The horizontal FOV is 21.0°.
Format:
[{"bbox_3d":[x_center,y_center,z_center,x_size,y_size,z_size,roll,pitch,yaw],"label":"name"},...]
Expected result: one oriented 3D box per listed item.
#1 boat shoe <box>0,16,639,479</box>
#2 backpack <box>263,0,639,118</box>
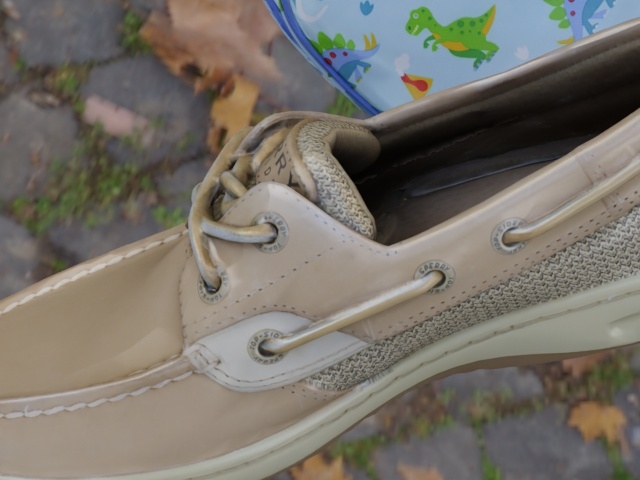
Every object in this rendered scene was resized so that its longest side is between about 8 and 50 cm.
[{"bbox_3d":[0.000,0.000,0.646,0.341,0.121,0.110,-19,127,5],"label":"boat shoe"},{"bbox_3d":[0.126,-0.162,1.149,0.355,0.273,0.290,44,114,9],"label":"backpack"}]
